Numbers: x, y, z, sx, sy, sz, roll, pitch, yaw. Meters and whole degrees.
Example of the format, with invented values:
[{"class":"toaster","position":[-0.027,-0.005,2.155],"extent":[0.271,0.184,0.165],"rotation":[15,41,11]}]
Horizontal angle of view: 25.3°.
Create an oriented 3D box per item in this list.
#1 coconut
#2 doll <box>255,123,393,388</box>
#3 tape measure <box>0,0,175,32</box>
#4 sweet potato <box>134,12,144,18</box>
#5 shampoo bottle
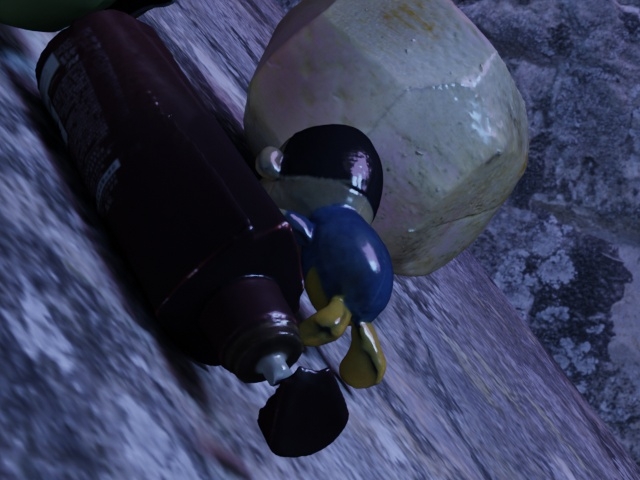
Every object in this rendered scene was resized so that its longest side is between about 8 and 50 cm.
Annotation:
[{"class":"coconut","position":[0.046,-0.092,1.092],"extent":[0.237,0.197,0.237],"rotation":[47,7,-7]},{"class":"doll","position":[0.000,0.000,0.842],"extent":[0.102,0.089,0.179],"rotation":[44,33,-40]},{"class":"tape measure","position":[-0.133,-0.184,0.662],"extent":[0.200,0.106,0.175],"rotation":[25,45,-43]},{"class":"sweet potato","position":[-0.145,-0.178,0.863],"extent":[0.108,0.079,0.346],"rotation":[22,11,-1]},{"class":"shampoo bottle","position":[-0.053,-0.009,0.591],"extent":[0.236,0.067,0.068],"rotation":[57,0,37]}]
